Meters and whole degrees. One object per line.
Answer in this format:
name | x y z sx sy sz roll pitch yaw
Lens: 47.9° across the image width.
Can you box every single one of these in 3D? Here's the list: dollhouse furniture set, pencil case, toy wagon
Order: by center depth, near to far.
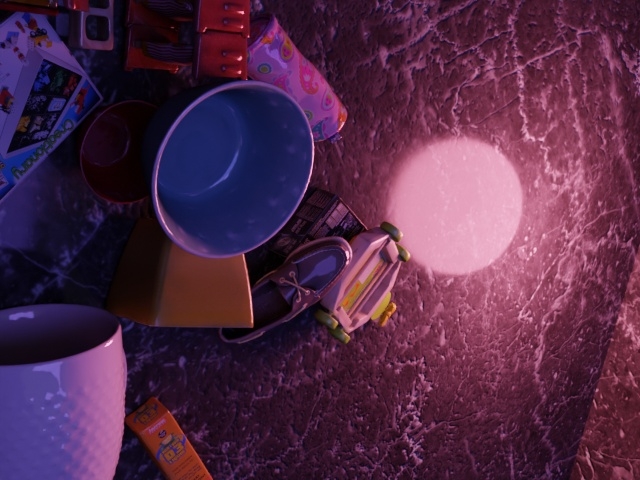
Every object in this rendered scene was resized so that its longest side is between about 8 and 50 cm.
dollhouse furniture set | -0.312 -0.339 1.128 0.374 0.201 0.152 -11 111 -47
pencil case | -0.062 -0.311 1.424 0.124 0.124 0.284 -53 130 -11
toy wagon | 0.106 0.113 1.684 0.267 0.068 0.344 -52 153 -11

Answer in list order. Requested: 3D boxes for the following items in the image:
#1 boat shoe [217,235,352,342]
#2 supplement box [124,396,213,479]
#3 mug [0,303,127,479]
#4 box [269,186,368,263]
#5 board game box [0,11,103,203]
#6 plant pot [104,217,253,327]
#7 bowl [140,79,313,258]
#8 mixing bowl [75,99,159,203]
boat shoe | -0.074 0.107 1.484 0.324 0.097 0.117 -32 98 9
supplement box | -0.316 0.442 1.515 0.078 0.080 0.233 -38 123 -24
mug | -0.448 0.292 1.233 0.374 0.276 0.328 -38 132 -68
box | 0.000 0.000 1.603 0.180 0.077 0.147 -53 129 -11
board game box | -0.491 -0.203 1.107 0.193 0.053 0.305 59 46 -34
plant pot | -0.259 0.057 1.357 0.212 0.212 0.187 6 88 -38
bowl | -0.181 -0.141 1.238 0.311 0.163 0.312 -21 125 -32
mixing bowl | -0.354 -0.164 1.256 0.181 0.098 0.181 -22 124 -37
